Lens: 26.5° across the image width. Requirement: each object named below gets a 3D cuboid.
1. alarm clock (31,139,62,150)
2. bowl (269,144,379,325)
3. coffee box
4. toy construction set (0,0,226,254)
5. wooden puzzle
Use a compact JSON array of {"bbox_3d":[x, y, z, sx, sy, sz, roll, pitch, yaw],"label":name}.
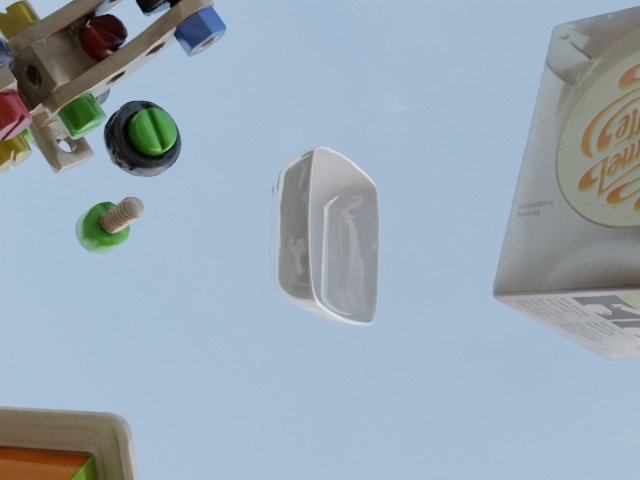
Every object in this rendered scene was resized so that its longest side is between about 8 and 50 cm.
[{"bbox_3d":[-0.288,-0.152,1.482,0.064,0.129,0.192,38,-36,-13],"label":"alarm clock"},{"bbox_3d":[0.000,0.000,1.150,0.053,0.142,0.142,-6,-106,24],"label":"bowl"},{"bbox_3d":[0.204,-0.029,0.545,0.246,0.098,0.141,-5,-116,49],"label":"coffee box"},{"bbox_3d":[-0.260,-0.150,1.071,0.309,0.257,0.237,39,-37,-17],"label":"toy construction set"},{"bbox_3d":[-0.235,0.228,1.031,0.238,0.044,0.221,3,-68,22],"label":"wooden puzzle"}]
